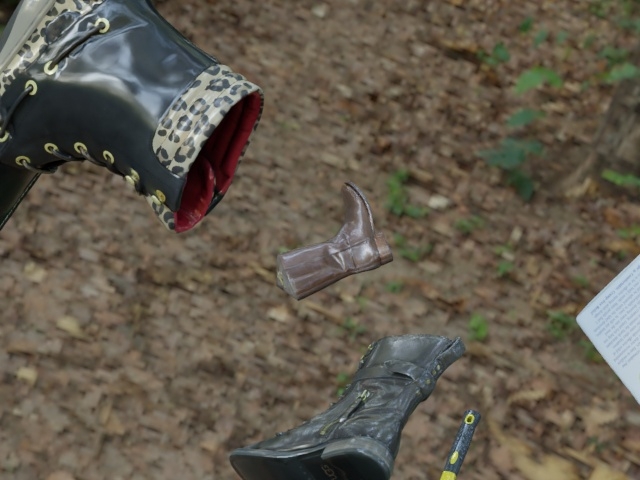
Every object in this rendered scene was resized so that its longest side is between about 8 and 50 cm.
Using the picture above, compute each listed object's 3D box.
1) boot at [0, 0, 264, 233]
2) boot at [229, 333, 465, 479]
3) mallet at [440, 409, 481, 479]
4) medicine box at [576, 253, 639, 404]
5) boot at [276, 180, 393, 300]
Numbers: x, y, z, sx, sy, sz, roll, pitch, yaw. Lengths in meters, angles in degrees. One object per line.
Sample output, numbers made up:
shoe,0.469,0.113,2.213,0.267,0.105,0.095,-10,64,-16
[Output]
boot,-0.252,-0.101,1.445,0.284,0.377,0.138,36,12,17
boot,0.035,0.208,1.574,0.263,0.091,0.229,-11,32,37
mallet,0.137,0.245,1.313,0.062,0.039,0.190,14,44,25
medicine box,0.549,0.181,1.831,0.263,0.149,0.289,14,35,-49
boot,0.000,0.000,1.275,0.114,0.037,0.106,-22,56,-8
